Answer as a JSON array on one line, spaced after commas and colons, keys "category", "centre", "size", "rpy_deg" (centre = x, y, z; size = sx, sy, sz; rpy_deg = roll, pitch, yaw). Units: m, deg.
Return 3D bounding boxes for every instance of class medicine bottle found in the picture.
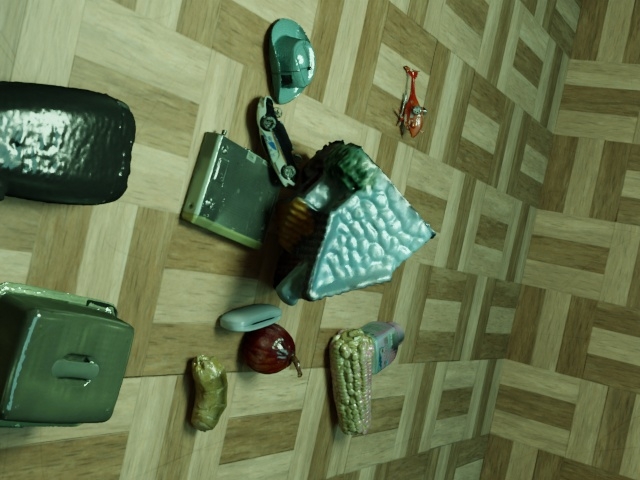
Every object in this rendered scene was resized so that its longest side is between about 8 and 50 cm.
[{"category": "medicine bottle", "centre": [0.168, 0.303, 2.472], "size": [0.188, 0.094, 0.119], "rpy_deg": [-24, 119, -54]}]

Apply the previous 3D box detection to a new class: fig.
[{"category": "fig", "centre": [-0.114, 0.255, 1.961], "size": [0.128, 0.150, 0.128], "rpy_deg": [-5, 104, -24]}]

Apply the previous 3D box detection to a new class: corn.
[{"category": "corn", "centre": [0.086, 0.398, 2.360], "size": [0.126, 0.126, 0.335], "rpy_deg": [-35, 133, -49]}]

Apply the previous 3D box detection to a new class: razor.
[{"category": "razor", "centre": [-0.425, -0.148, 1.319], "size": [0.327, 0.107, 0.189], "rpy_deg": [-4, 102, -58]}]

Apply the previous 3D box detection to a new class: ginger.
[{"category": "ginger", "centre": [-0.241, 0.329, 1.833], "size": [0.095, 0.069, 0.190], "rpy_deg": [-15, 116, -33]}]

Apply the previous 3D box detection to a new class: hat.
[{"category": "hat", "centre": [-0.054, -0.392, 1.872], "size": [0.138, 0.078, 0.191], "rpy_deg": [-38, 132, -49]}]

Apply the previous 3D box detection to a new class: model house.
[{"category": "model house", "centre": [0.000, 0.000, 1.921], "size": [0.339, 0.360, 0.297], "rpy_deg": [-46, 103, -11]}]

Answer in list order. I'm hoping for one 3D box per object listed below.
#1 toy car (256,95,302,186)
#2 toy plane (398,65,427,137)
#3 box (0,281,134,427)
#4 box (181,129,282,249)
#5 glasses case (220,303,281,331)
[{"category": "toy car", "centre": [-0.095, -0.217, 1.857], "size": [0.095, 0.056, 0.205], "rpy_deg": [-69, 138, -63]}, {"category": "toy plane", "centre": [0.264, -0.392, 2.413], "size": [0.126, 0.077, 0.194], "rpy_deg": [39, 58, -66]}, {"category": "box", "centre": [-0.446, 0.185, 1.346], "size": [0.290, 0.166, 0.221], "rpy_deg": [22, 81, -60]}, {"category": "box", "centre": [-0.176, -0.104, 1.806], "size": [0.270, 0.045, 0.211], "rpy_deg": [29, 77, -59]}, {"category": "glasses case", "centre": [-0.156, 0.174, 1.917], "size": [0.178, 0.067, 0.045], "rpy_deg": [-10, 110, -57]}]
